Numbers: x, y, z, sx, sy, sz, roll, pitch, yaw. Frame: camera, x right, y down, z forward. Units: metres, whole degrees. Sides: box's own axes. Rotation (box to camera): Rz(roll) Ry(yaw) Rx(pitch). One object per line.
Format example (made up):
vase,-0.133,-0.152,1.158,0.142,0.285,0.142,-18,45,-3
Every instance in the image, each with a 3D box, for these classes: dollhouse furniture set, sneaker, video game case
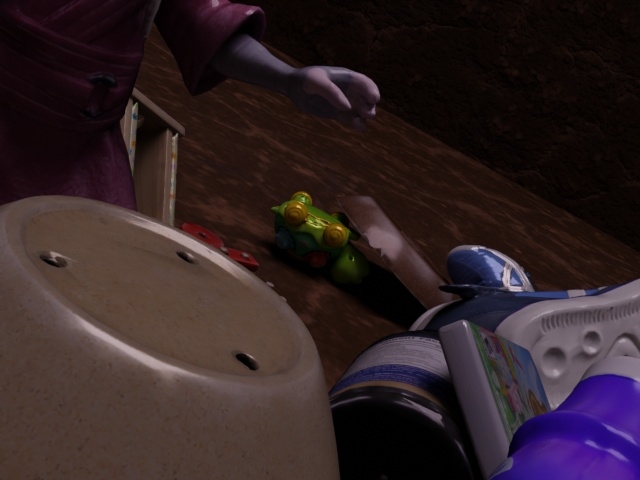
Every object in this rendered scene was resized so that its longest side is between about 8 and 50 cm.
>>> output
dollhouse furniture set,-0.202,-0.012,0.812,0.161,0.181,0.101,-10,-24,23
sneaker,0.238,0.099,0.949,0.323,0.130,0.236,-1,-2,-24
video game case,0.143,0.164,0.652,0.193,0.023,0.212,27,43,-64
sneaker,0.212,0.088,1.134,0.211,0.080,0.081,52,30,20

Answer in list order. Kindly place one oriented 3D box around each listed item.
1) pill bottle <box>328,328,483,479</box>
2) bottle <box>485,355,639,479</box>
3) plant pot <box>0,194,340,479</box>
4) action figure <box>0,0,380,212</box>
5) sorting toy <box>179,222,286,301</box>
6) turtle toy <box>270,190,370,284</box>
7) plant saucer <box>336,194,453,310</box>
pill bottle,0.062,0.133,0.701,0.123,0.122,0.219,32,15,8
bottle,0.102,0.163,0.479,0.092,0.118,0.283,37,49,12
plant pot,-0.103,0.094,0.405,0.284,0.191,0.284,26,15,-8
action figure,-0.150,-0.099,0.587,0.248,0.370,0.275,16,22,-36
sorting toy,-0.092,0.043,0.855,0.132,0.046,0.274,16,21,-39
turtle toy,0.000,0.000,1.114,0.130,0.066,0.095,29,12,-2
plant saucer,0.096,0.014,1.169,0.198,0.036,0.198,47,6,-7
